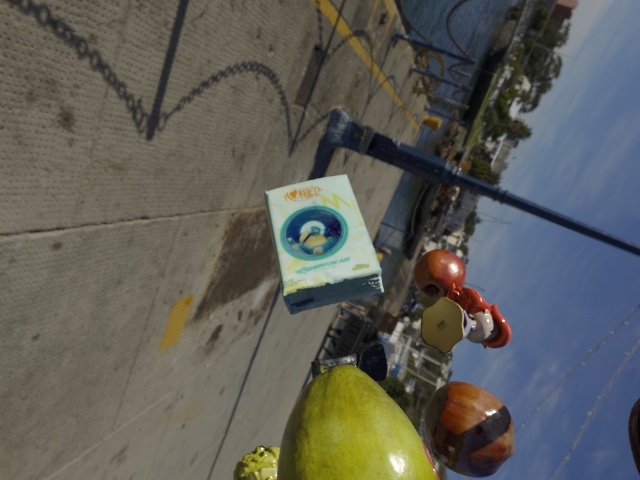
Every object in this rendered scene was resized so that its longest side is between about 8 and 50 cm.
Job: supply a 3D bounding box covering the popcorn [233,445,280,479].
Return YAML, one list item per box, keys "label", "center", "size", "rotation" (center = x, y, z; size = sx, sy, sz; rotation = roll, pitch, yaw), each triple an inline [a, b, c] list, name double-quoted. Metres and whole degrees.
- label: "popcorn"
  center: [-0.173, 0.809, 1.527]
  size: [0.259, 0.259, 0.212]
  rotation: [-65, 164, -2]

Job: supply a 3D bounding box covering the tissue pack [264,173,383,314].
- label: "tissue pack"
  center: [0.000, 0.000, 1.385]
  size: [0.162, 0.287, 0.388]
  rotation: [83, -8, -52]

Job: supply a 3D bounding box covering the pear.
- label: "pear"
  center: [0.050, 0.389, 0.854]
  size: [0.287, 0.287, 0.375]
  rotation: [101, -23, -48]

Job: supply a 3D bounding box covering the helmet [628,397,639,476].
- label: "helmet"
  center: [0.963, 0.531, 1.100]
  size: [0.385, 0.230, 0.338]
  rotation: [-154, -122, -82]

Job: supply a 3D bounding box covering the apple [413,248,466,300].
- label: "apple"
  center: [0.503, 0.146, 1.970]
  size: [0.201, 0.218, 0.218]
  rotation: [-57, 165, -36]

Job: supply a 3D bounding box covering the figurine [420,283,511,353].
- label: "figurine"
  center: [0.445, 0.239, 1.424]
  size: [0.257, 0.208, 0.181]
  rotation: [6, 97, -37]

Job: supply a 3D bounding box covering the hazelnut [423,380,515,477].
- label: "hazelnut"
  center: [0.589, 0.768, 1.895]
  size: [0.366, 0.365, 0.366]
  rotation: [-59, 166, -25]

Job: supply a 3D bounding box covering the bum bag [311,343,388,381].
- label: "bum bag"
  center: [0.093, 0.401, 1.440]
  size: [0.060, 0.248, 0.123]
  rotation: [-160, -117, -77]
